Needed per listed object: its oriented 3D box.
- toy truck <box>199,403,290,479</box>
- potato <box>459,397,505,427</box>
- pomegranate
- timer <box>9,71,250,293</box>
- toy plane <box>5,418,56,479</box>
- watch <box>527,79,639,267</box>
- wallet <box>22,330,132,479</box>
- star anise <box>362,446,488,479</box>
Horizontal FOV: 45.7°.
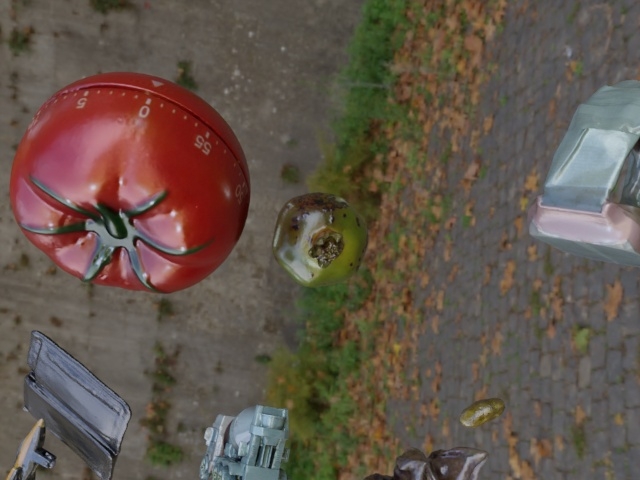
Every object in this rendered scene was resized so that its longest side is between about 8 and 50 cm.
[{"bbox_3d":[-0.114,0.329,1.211,0.256,0.108,0.140,155,125,-70],"label":"toy truck"},{"bbox_3d":[0.306,0.321,1.426,0.046,0.092,0.045,80,169,-53],"label":"potato"},{"bbox_3d":[-0.007,0.010,1.502,0.246,0.198,0.198,-67,-10,-60],"label":"pomegranate"},{"bbox_3d":[-0.302,-0.091,1.249,0.378,0.378,0.279,104,179,-46],"label":"timer"},{"bbox_3d":[-0.586,0.496,1.498,0.316,0.103,0.204,-59,-10,12],"label":"toy plane"},{"bbox_3d":[0.403,-0.094,1.002,0.162,0.253,0.241,14,88,41],"label":"watch"},{"bbox_3d":[-0.462,0.312,1.417,0.041,0.247,0.323,-41,-15,-44],"label":"wallet"},{"bbox_3d":[0.104,0.303,0.907,0.197,0.212,0.073,94,158,-53],"label":"star anise"}]
